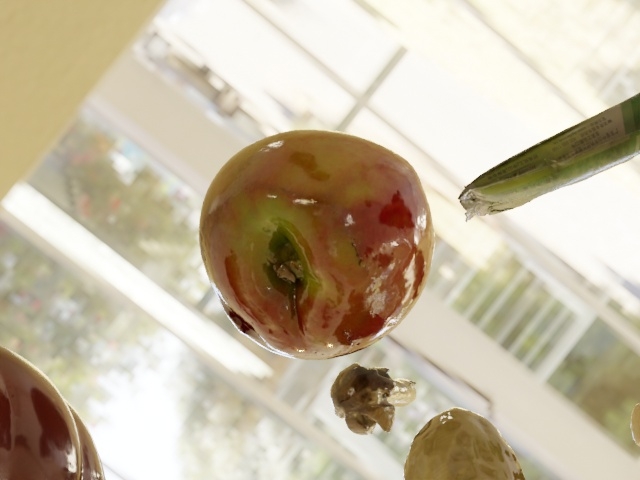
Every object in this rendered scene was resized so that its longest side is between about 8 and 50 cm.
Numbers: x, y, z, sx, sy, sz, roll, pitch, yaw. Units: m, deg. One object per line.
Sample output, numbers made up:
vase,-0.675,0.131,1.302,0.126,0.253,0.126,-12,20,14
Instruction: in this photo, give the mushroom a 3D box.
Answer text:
mushroom,0.054,0.141,1.643,0.060,0.061,0.187,2,175,17

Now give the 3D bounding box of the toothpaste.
toothpaste,0.214,-0.073,1.345,0.078,0.248,0.047,62,-176,-74

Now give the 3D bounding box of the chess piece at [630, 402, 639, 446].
chess piece,0.439,0.135,1.738,0.117,0.117,0.397,39,143,-16

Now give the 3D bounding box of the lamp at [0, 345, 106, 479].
lamp,-0.299,0.201,1.313,0.303,0.303,0.257,39,-160,-48

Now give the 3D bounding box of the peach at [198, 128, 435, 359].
peach,0.000,0.000,1.432,0.197,0.197,0.197,38,179,1

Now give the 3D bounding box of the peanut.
peanut,0.119,0.221,1.384,0.120,0.110,0.236,44,-155,-41
